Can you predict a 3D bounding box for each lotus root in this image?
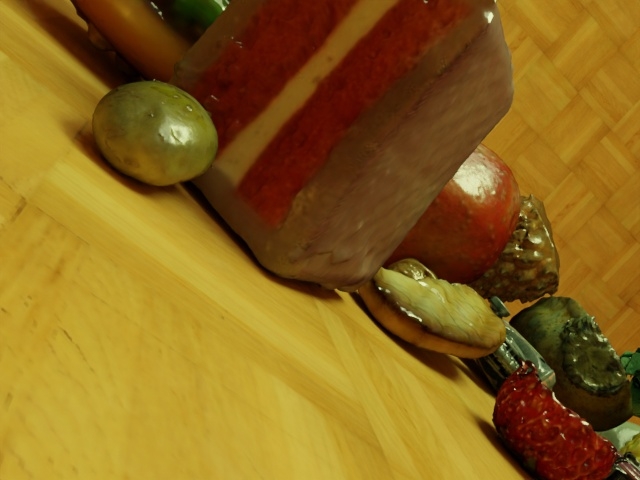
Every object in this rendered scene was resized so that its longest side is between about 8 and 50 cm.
[{"bbox_3d":[0.458,0.251,1.292,0.267,0.149,0.260,60,1,6],"label":"lotus root"}]

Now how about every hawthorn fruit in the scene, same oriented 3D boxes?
[{"bbox_3d":[0.150,-0.063,1.135,0.330,0.287,0.287,26,15,-34],"label":"hawthorn fruit"}]

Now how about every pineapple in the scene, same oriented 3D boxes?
[{"bbox_3d":[0.291,0.039,1.412,0.223,0.357,0.223,-11,90,-71],"label":"pineapple"}]

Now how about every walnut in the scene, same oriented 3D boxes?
[{"bbox_3d":[0.137,0.071,1.042,0.096,0.082,0.079,45,35,9],"label":"walnut"}]

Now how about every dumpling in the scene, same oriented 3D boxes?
[{"bbox_3d":[0.623,0.449,1.418,0.219,0.152,0.108,29,-42,21],"label":"dumpling"}]

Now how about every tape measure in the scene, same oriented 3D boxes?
[{"bbox_3d":[0.450,0.360,1.005,0.125,0.074,0.118,47,7,20],"label":"tape measure"}]

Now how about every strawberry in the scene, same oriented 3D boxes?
[{"bbox_3d":[0.242,0.205,0.747,0.145,0.086,0.145,43,8,-7],"label":"strawberry"}]

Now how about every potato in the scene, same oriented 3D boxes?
[{"bbox_3d":[-0.123,-0.084,0.543,0.091,0.070,0.138,40,7,-6],"label":"potato"}]

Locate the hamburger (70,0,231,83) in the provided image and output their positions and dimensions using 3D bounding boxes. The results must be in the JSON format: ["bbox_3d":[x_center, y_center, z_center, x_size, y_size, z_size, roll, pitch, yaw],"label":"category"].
[{"bbox_3d":[-0.147,-0.302,0.904,0.396,0.277,0.396,43,4,-4],"label":"hamburger"}]

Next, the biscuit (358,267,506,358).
[{"bbox_3d":[0.159,0.095,0.901,0.299,0.045,0.154,14,26,-46],"label":"biscuit"}]

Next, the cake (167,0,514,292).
[{"bbox_3d":[0.022,-0.128,0.695,0.237,0.309,0.230,42,3,19],"label":"cake"}]

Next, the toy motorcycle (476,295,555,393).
[{"bbox_3d":[0.297,0.190,1.132,0.173,0.108,0.307,51,6,3],"label":"toy motorcycle"}]

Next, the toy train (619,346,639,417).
[{"bbox_3d":[0.658,0.266,1.215,0.269,0.115,0.154,14,-28,42],"label":"toy train"}]

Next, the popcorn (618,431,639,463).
[{"bbox_3d":[0.601,0.399,1.107,0.259,0.212,0.259,39,0,0],"label":"popcorn"}]
